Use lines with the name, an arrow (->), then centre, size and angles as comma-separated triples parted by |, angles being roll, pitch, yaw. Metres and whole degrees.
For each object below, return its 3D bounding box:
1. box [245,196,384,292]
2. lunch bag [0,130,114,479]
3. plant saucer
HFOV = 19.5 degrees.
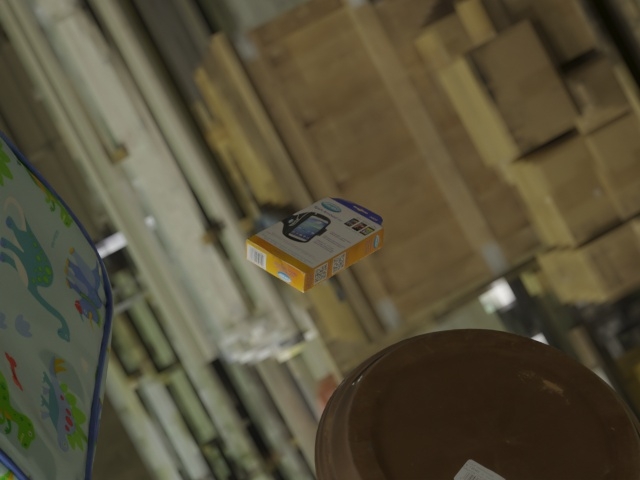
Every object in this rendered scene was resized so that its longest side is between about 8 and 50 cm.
box -> 0.000, 0.000, 1.866 | 0.081, 0.136, 0.028 | 30, 129, 32
lunch bag -> -0.182, 0.044, 0.926 | 0.176, 0.090, 0.219 | 49, -156, -31
plant saucer -> 0.135, 0.169, 1.463 | 0.278, 0.278, 0.041 | 57, 151, 35
